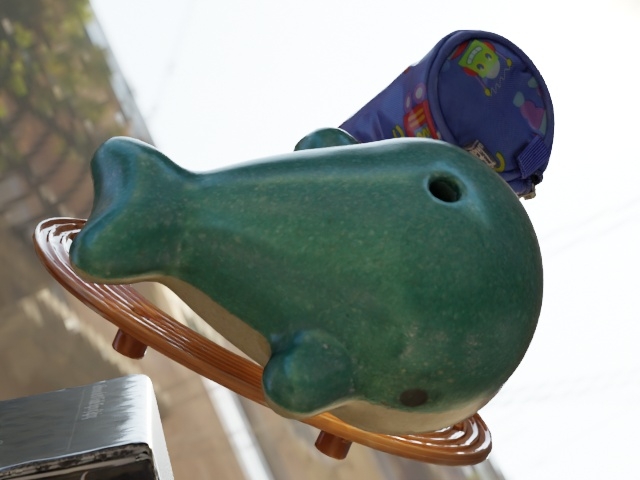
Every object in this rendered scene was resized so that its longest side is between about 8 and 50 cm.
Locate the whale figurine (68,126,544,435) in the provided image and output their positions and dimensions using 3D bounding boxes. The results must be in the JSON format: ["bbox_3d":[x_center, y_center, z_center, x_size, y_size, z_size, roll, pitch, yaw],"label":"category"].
[{"bbox_3d":[0.000,0.000,1.127,0.272,0.216,0.141,18,-44,-10],"label":"whale figurine"}]

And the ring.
[{"bbox_3d":[-0.041,0.072,1.323,0.337,0.337,0.032,14,-77,-51],"label":"ring"}]

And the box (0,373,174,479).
[{"bbox_3d":[-0.320,0.292,1.381,0.472,0.297,0.480,-13,2,-4],"label":"box"}]

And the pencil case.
[{"bbox_3d":[0.063,-0.043,1.524,0.119,0.133,0.306,-31,-4,-37],"label":"pencil case"}]
